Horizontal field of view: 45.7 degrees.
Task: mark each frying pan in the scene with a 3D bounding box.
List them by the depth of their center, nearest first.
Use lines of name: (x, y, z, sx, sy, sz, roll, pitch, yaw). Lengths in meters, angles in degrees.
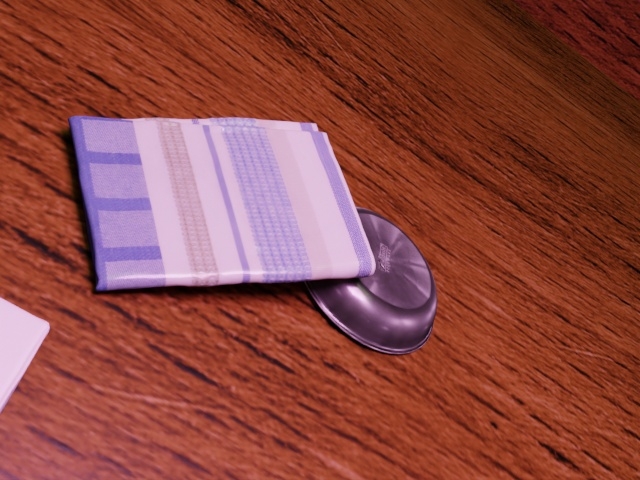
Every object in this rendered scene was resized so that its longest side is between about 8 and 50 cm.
frying pan: (0.014, -0.011, 0.855, 0.326, 0.053, 0.197, 46, 36, 0)

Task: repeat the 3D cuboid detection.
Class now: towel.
towel: (-0.095, -0.042, 0.758, 0.285, 0.034, 0.209, -2, 55, -28)

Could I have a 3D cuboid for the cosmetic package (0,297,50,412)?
cosmetic package: (-0.351, 0.045, 0.330, 0.385, 0.217, 0.156, 30, 38, -13)
